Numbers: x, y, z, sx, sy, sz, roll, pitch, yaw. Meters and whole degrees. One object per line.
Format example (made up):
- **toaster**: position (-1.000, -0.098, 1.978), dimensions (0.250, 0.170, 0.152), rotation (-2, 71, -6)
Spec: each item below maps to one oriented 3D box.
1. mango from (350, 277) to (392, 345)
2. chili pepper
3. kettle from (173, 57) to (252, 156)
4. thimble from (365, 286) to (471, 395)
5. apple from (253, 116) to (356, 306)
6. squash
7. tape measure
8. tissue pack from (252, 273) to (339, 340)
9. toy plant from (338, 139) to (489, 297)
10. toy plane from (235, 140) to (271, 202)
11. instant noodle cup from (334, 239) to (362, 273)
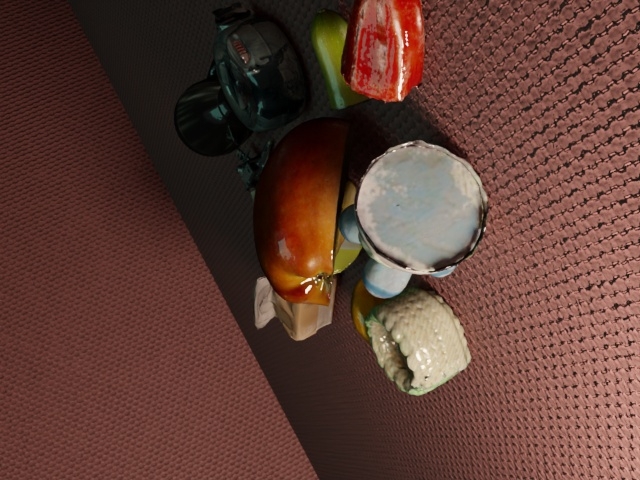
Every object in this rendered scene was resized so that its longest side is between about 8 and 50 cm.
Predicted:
- **mango**: position (0.140, 0.187, 1.964), dimensions (0.109, 0.147, 0.227), rotation (-11, 112, 26)
- **chili pepper**: position (0.108, -0.357, 1.387), dimensions (0.144, 0.136, 0.252), rotation (-98, 7, -48)
- **kettle**: position (-0.235, -0.355, 2.211), dimensions (0.207, 0.250, 0.271), rotation (37, 161, -20)
- **thimble**: position (0.206, 0.213, 1.803), dimensions (0.219, 0.150, 0.219), rotation (53, 159, 31)
- **apple**: position (-0.002, -0.054, 1.769), dimensions (0.295, 0.364, 0.329), rotation (-19, 137, 38)
- **squash**: position (0.038, -0.348, 1.608), dimensions (0.095, 0.095, 0.188), rotation (11, 120, 67)
- **tape measure**: position (-0.151, -0.383, 1.958), dimensions (0.275, 0.147, 0.256), rotation (48, 157, 40)
- **tissue pack**: position (-0.093, 0.128, 2.367), dimensions (0.238, 0.239, 0.305), rotation (54, 159, 25)
- **toy plant**: position (0.154, -0.020, 1.567), dimensions (0.247, 0.247, 0.332), rotation (60, 168, 8)
- **toy plane**: position (-0.182, -0.203, 2.369), dimensions (0.192, 0.088, 0.262), rotation (59, 161, 16)
- **instant noodle cup**: position (0.000, 0.000, 2.029), dimensions (0.205, 0.205, 0.153), rotation (59, 171, 11)
